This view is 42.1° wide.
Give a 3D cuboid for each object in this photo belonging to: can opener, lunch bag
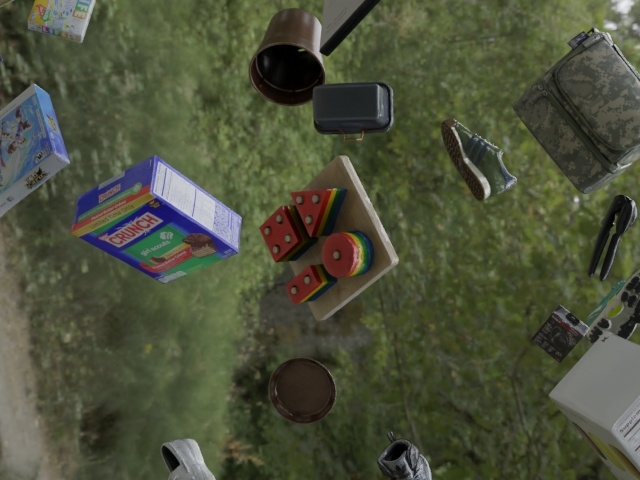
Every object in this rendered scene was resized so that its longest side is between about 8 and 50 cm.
[{"bbox_3d":[0.582,-0.005,1.673,0.059,0.073,0.186,32,-61,28],"label":"can opener"},{"bbox_3d":[0.633,-0.297,1.913,0.256,0.212,0.305,-42,-105,30],"label":"lunch bag"}]

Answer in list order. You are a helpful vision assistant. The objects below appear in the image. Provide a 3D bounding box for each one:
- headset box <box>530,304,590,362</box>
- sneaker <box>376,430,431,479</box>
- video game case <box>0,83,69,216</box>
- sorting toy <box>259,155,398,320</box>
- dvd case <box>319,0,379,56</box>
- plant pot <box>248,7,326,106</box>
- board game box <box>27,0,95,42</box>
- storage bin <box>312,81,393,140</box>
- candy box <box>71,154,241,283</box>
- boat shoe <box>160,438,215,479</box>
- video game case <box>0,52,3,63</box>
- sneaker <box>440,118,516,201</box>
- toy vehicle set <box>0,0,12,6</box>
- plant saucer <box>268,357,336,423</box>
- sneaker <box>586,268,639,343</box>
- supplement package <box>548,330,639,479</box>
[{"bbox_3d":[0.395,0.151,1.364,0.062,0.032,0.083,39,-47,16],"label":"headset box"},{"bbox_3d":[0.188,0.522,1.730,0.153,0.101,0.269,57,9,-34],"label":"sneaker"},{"bbox_3d":[-0.759,-0.223,2.064,0.061,0.244,0.270,39,18,-52],"label":"video game case"},{"bbox_3d":[0.000,0.000,1.714,0.255,0.089,0.257,-41,-115,39],"label":"sorting toy"},{"bbox_3d":[0.061,-0.453,1.392,0.180,0.022,0.253,-38,-142,47],"label":"dvd case"},{"bbox_3d":[-0.064,-0.410,1.814,0.167,0.166,0.165,93,3,-49],"label":"plant pot"},{"bbox_3d":[-0.497,-0.465,1.620,0.026,0.103,0.154,123,-23,-61],"label":"board game box"},{"bbox_3d":[0.046,-0.212,1.347,0.091,0.135,0.098,-16,105,-79],"label":"storage bin"},{"bbox_3d":[-0.396,-0.040,2.040,0.317,0.268,0.122,37,41,-42],"label":"candy box"},{"bbox_3d":[-0.216,0.384,1.346,0.184,0.063,0.066,53,-48,52],"label":"boat shoe"},{"bbox_3d":[-0.695,-0.256,1.540,0.026,0.274,0.196,45,-2,-30],"label":"video game case"},{"bbox_3d":[0.304,-0.160,1.585,0.064,0.086,0.192,94,-22,-56],"label":"sneaker"},{"bbox_3d":[-0.764,-0.479,1.668,0.267,0.165,0.035,-29,102,-64],"label":"toy vehicle set"},{"bbox_3d":[-0.043,0.367,2.043,0.029,0.168,0.169,-36,118,-80],"label":"plant saucer"},{"bbox_3d":[0.686,0.120,1.846,0.275,0.107,0.110,-51,-167,31],"label":"sneaker"},{"bbox_3d":[0.467,0.270,1.186,0.244,0.134,0.139,48,-9,-22],"label":"supplement package"}]
